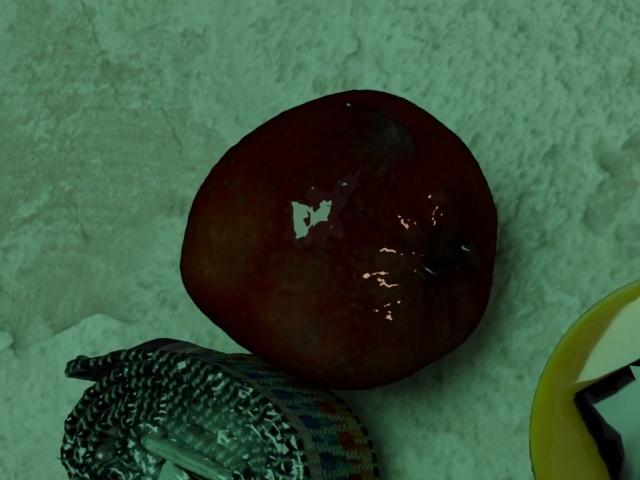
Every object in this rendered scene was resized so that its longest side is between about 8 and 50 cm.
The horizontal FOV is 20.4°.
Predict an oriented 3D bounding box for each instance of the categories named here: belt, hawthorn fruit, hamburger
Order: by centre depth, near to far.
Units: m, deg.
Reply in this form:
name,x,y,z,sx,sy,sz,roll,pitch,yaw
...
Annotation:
name,x,y,z,sx,sy,sz,roll,pitch,yaw
hamburger,0.302,0.156,1.381,0.276,0.179,0.294,-34,58,16
hawthorn fruit,0.000,0.000,1.588,0.307,0.265,0.265,6,70,38
belt,-0.090,0.206,1.605,0.295,0.160,0.206,15,93,36
